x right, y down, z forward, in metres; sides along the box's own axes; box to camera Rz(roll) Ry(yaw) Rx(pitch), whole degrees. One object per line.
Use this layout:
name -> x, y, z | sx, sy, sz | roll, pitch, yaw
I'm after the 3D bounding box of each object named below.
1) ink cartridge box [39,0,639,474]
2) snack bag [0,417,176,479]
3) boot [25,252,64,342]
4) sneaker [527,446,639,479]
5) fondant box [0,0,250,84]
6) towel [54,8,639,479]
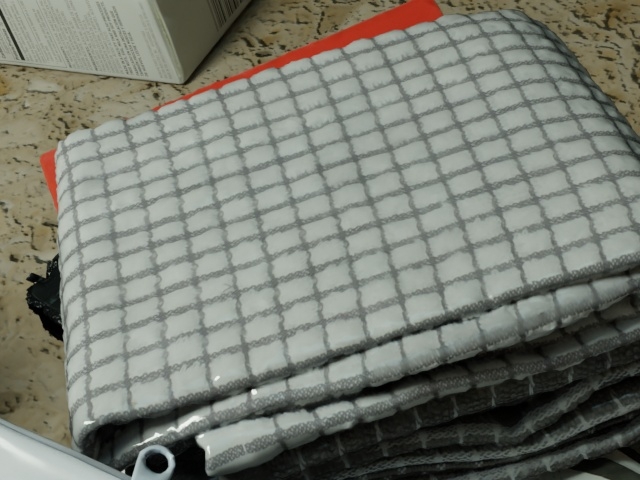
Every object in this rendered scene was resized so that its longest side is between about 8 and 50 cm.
ink cartridge box -> 0.000, 0.000, 0.832 | 0.308, 0.091, 0.385 | -23, 53, -3
snack bag -> -0.095, 0.232, 0.500 | 0.343, 0.037, 0.323 | 21, 98, 21
boot -> -0.135, 0.031, 0.933 | 0.121, 0.045, 0.099 | 24, 57, 41
sneaker -> 0.014, 0.214, 0.632 | 0.448, 0.169, 0.257 | -7, 23, 23
fondant box -> -0.208, -0.261, 1.241 | 0.330, 0.096, 0.238 | 11, 49, 29
towel -> 0.021, 0.019, 0.667 | 0.284, 0.121, 0.235 | -18, 39, -1
